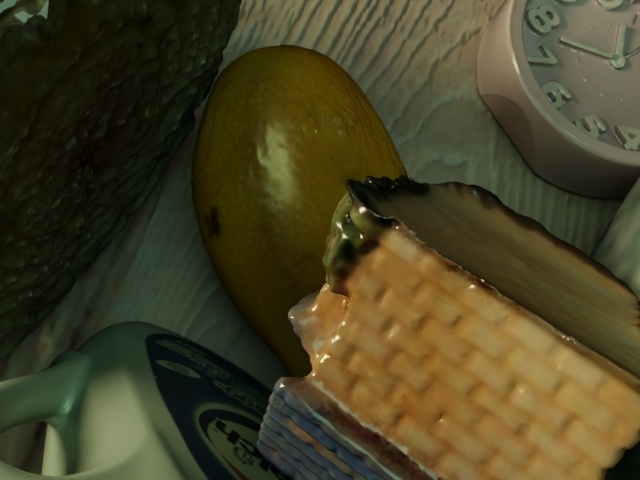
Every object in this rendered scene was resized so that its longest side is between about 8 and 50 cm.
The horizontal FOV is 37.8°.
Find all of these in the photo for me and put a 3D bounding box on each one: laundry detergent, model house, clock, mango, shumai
[{"bbox_3d":[-0.082,0.139,0.456,0.215,0.280,0.105,38,99,1],"label":"laundry detergent"},{"bbox_3d":[0.064,0.077,0.475,0.166,0.183,0.172,33,108,14],"label":"model house"},{"bbox_3d":[0.227,-0.135,0.735,0.197,0.068,0.196,4,70,-11],"label":"clock"},{"bbox_3d":[-0.004,0.000,0.608,0.157,0.109,0.262,-10,87,-46],"label":"mango"},{"bbox_3d":[-0.220,-0.117,0.528,0.263,0.309,0.304,33,113,5],"label":"shumai"}]

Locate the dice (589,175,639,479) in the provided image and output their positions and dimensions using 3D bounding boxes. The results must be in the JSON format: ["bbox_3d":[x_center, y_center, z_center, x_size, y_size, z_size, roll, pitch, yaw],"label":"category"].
[{"bbox_3d":[0.329,0.107,0.516,0.348,0.328,0.330,26,77,0],"label":"dice"}]
